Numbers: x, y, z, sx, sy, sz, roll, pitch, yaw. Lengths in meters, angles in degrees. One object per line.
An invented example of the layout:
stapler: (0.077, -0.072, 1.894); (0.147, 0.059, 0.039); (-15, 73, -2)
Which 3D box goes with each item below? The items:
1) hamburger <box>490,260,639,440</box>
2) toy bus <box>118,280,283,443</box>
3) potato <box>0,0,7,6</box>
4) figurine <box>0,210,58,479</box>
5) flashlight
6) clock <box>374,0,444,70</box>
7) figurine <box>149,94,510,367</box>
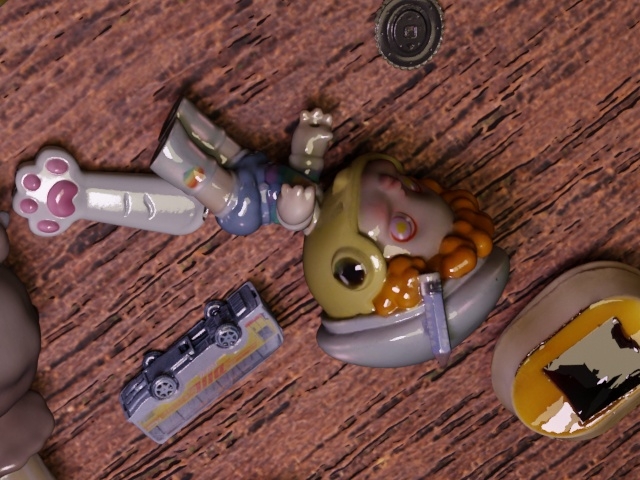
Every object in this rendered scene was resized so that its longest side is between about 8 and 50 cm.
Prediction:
hamburger: (0.287, 0.123, 2.129); (0.210, 0.116, 0.173); (-43, 105, 11)
toy bus: (-0.124, 0.130, 2.064); (0.190, 0.064, 0.075); (-39, 120, 4)
potato: (-0.387, -0.289, 1.794); (0.228, 0.148, 0.197); (-13, 126, -5)
figurine: (-0.366, 0.156, 1.946); (0.248, 0.203, 0.381); (-23, 115, -6)
flashlight: (-0.211, -0.041, 1.985); (0.200, 0.047, 0.093); (7, 108, -14)
clock: (0.091, -0.214, 2.002); (0.074, 0.010, 0.083); (-7, 112, -10)
figurine: (0.003, -0.018, 2.000); (0.382, 0.224, 0.205); (36, 122, 0)
